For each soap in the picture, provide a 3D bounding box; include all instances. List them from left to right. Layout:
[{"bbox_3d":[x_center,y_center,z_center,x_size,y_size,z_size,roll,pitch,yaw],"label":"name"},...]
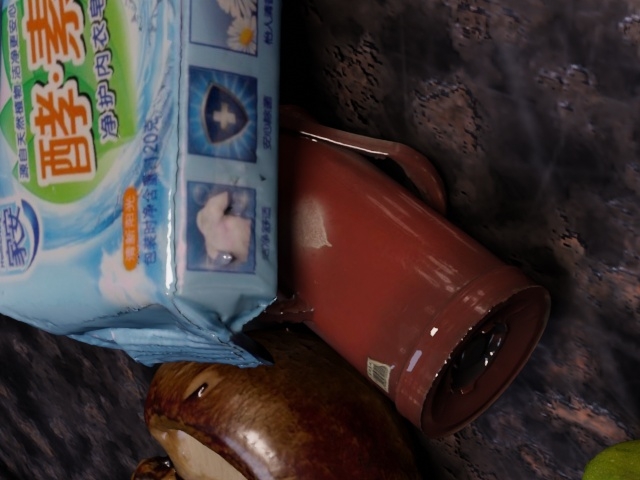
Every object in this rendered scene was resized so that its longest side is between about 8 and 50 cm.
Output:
[{"bbox_3d":[-0.092,-0.082,0.724,0.156,0.077,0.293,-8,80,44],"label":"soap"}]

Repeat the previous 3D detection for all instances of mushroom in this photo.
[{"bbox_3d":[-0.011,0.146,0.923,0.194,0.138,0.231,15,147,19],"label":"mushroom"}]

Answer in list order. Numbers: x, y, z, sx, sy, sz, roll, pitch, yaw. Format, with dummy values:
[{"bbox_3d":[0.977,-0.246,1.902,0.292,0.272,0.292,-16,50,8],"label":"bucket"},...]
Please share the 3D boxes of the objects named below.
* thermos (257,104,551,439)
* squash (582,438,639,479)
[{"bbox_3d":[0.000,-0.002,0.767,0.232,0.124,0.099,38,148,27],"label":"thermos"},{"bbox_3d":[0.224,0.155,0.731,0.201,0.066,0.066,20,137,25],"label":"squash"}]
